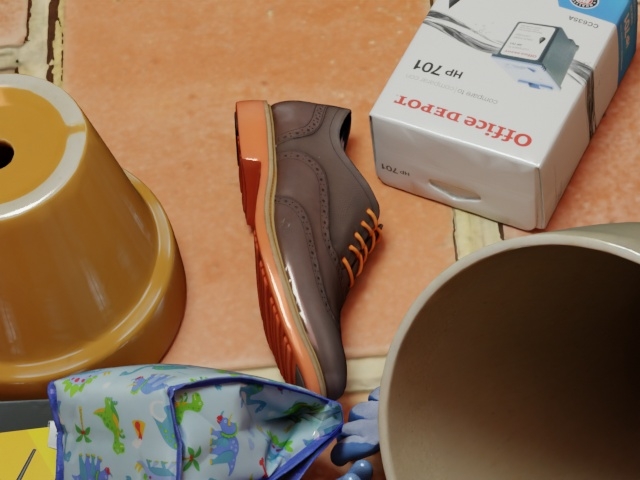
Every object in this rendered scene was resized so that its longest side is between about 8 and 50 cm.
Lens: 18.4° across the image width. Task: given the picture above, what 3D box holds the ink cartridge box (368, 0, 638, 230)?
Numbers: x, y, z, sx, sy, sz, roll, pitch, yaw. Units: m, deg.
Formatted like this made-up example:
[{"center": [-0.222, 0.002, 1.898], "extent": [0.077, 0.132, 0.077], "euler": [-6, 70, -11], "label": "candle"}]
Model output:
[{"center": [0.138, -0.118, 1.472], "extent": [0.140, 0.082, 0.190], "euler": [19, 57, 19], "label": "ink cartridge box"}]

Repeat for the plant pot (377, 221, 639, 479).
[{"center": [0.214, 0.093, 1.200], "extent": [0.256, 0.256, 0.274], "euler": [29, 27, 25], "label": "plant pot"}]

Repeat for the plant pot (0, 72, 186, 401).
[{"center": [-0.208, -0.008, 1.366], "extent": [0.205, 0.188, 0.205], "euler": [-3, 54, 5], "label": "plant pot"}]

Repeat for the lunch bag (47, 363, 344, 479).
[{"center": [-0.080, 0.123, 1.278], "extent": [0.129, 0.096, 0.151], "euler": [1, 6, 43], "label": "lunch bag"}]

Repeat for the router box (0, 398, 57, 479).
[{"center": [-0.233, 0.175, 1.325], "extent": [0.179, 0.046, 0.133], "euler": [-3, 54, 5], "label": "router box"}]

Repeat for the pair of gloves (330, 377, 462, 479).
[{"center": [0.017, 0.143, 1.262], "extent": [0.023, 0.159, 0.198], "euler": [43, 67, -7], "label": "pair of gloves"}]

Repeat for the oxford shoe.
[{"center": [0.000, 0.000, 1.396], "extent": [0.098, 0.097, 0.271], "euler": [-6, 54, -5], "label": "oxford shoe"}]
